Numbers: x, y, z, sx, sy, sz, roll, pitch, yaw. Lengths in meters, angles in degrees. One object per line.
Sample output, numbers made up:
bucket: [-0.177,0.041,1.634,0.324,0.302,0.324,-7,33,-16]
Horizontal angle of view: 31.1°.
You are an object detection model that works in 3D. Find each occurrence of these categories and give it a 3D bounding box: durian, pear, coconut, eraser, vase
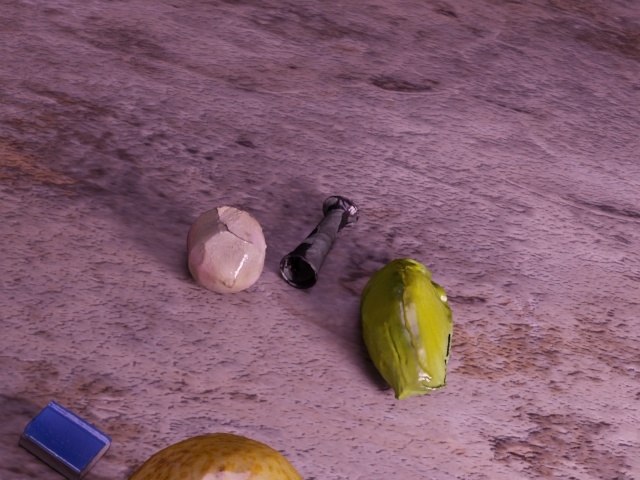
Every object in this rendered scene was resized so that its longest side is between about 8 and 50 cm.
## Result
durian: [0.117,0.108,1.579,0.139,0.101,0.250,42,29,-37]
pear: [-0.099,0.320,1.142,0.271,0.271,0.271,13,43,-12]
coconut: [-0.126,0.017,1.545,0.110,0.110,0.124,4,39,-21]
eraser: [-0.291,0.228,1.312,0.084,0.027,0.063,32,43,8]
vase: [0.000,0.000,1.661,0.059,0.059,0.167,29,41,6]
